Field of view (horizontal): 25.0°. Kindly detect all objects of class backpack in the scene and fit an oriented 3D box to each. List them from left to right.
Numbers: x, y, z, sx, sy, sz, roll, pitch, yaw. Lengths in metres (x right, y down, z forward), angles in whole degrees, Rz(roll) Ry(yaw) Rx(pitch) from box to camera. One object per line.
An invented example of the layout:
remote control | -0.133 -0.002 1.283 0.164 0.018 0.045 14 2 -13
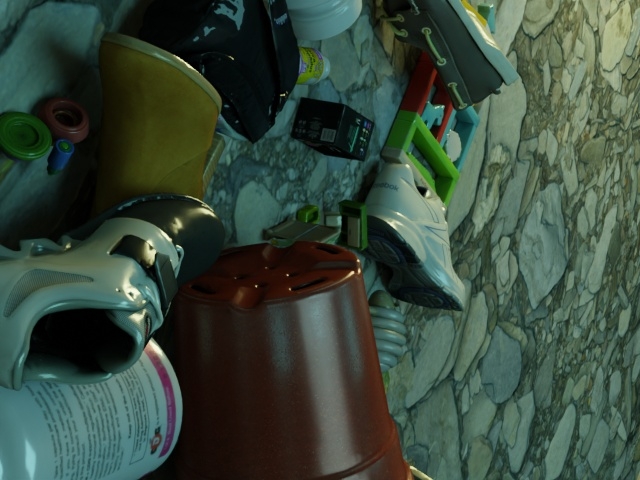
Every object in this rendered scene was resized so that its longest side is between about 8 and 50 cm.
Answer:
backpack | -0.099 -0.185 1.439 0.152 0.115 0.182 -52 145 -18

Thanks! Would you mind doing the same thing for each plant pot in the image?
plant pot | -0.046 0.154 1.554 0.272 0.272 0.265 -30 118 -53

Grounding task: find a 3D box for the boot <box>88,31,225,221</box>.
boot | -0.174 -0.047 1.337 0.211 0.104 0.295 -64 164 -13

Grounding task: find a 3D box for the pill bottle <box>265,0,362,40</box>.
pill bottle | -0.026 -0.320 1.498 0.124 0.124 0.221 -59 147 -28

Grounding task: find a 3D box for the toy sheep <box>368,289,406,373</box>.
toy sheep | 0.070 0.130 1.900 0.091 0.091 0.132 27 73 -60

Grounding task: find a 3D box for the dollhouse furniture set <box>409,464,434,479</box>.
dollhouse furniture set | 0.066 0.400 1.998 0.129 0.129 0.184 -47 164 -42

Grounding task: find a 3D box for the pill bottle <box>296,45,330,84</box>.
pill bottle | -0.022 -0.198 1.637 0.083 0.043 0.043 -7 108 -60

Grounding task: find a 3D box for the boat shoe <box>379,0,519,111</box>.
boat shoe | 0.135 -0.279 1.805 0.096 0.117 0.324 -37 135 11

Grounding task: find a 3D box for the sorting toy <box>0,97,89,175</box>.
sorting toy | -0.249 -0.088 1.292 0.102 0.061 0.042 -30 165 -43

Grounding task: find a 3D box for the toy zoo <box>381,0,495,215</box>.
toy zoo | 0.179 -0.203 2.001 0.192 0.030 0.293 45 63 -57

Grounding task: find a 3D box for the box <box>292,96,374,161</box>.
box | 0.016 -0.131 1.713 0.083 0.062 0.052 23 81 -61

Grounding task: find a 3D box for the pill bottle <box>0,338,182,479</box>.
pill bottle | -0.263 0.169 1.253 0.283 0.160 0.160 -17 117 -57

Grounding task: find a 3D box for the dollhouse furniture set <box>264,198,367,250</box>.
dollhouse furniture set | 0.000 0.000 1.728 0.151 0.076 0.059 -31 127 -53

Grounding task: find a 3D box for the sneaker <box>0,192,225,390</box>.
sneaker | -0.177 0.056 1.225 0.330 0.146 0.122 -22 135 -47

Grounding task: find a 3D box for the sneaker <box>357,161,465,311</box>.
sneaker | 0.139 0.004 1.948 0.297 0.111 0.129 54 49 -55
